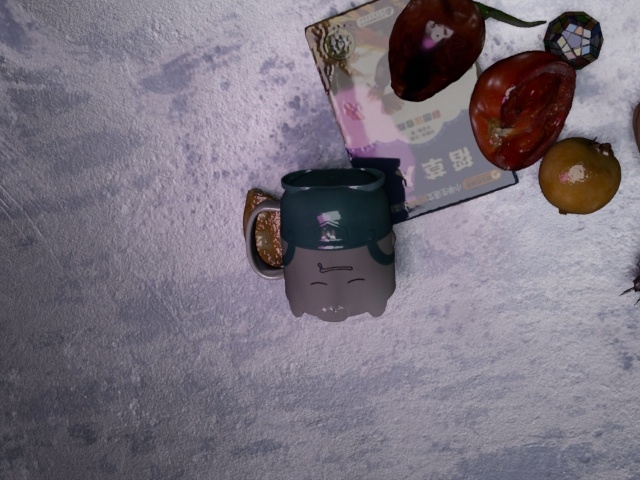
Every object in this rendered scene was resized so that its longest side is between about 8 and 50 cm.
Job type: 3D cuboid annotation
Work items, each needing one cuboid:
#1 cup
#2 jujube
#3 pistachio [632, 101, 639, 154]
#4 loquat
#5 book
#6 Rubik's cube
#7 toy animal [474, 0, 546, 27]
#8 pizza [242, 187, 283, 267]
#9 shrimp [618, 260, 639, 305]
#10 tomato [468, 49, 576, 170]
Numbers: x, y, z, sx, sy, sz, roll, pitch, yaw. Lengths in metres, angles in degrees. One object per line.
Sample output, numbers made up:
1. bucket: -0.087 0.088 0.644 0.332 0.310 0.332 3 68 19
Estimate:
1. cup: 0.000 0.000 1.925 0.289 0.219 0.258 -1 112 10
2. jujube: 0.201 -0.342 1.806 0.168 0.168 0.236 31 142 3
3. pistachio: 0.645 -0.194 1.821 0.152 0.126 0.223 10 114 33
4. loquat: 0.482 -0.122 1.865 0.163 0.137 0.163 5 109 15
5. book: 0.176 -0.263 1.946 0.300 0.039 0.428 -19 98 14
6. Rubik's cube: 0.463 -0.366 1.837 0.093 0.111 0.111 -38 93 -10
7. toy animal: 0.312 -0.400 1.866 0.216 0.041 0.075 13 93 -8
8. pizza: -0.085 -0.029 2.047 0.161 0.062 0.182 -18 93 22
9. shrimp: 0.723 -0.028 1.837 0.221 0.166 0.411 36 93 -20
10. tomato: 0.356 -0.255 1.840 0.139 0.200 0.233 44 145 36
